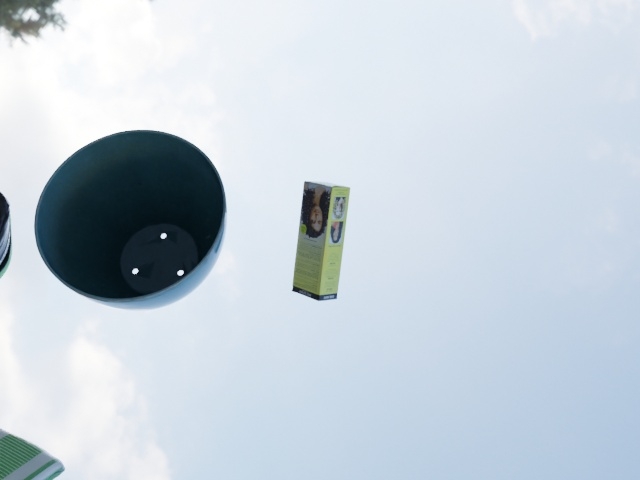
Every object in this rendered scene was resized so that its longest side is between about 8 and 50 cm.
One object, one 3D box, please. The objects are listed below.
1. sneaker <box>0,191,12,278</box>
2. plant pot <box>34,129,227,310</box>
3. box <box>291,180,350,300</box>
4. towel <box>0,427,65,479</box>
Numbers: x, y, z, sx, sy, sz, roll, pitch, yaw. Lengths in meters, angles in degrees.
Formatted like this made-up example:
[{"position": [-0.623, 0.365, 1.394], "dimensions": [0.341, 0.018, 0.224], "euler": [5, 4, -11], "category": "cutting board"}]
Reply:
[{"position": [-0.610, 0.048, 0.942], "dimensions": [0.202, 0.185, 0.483], "euler": [-52, 179, 38], "category": "sneaker"}, {"position": [-0.283, -0.006, 1.169], "dimensions": [0.290, 0.195, 0.290], "euler": [-1, -115, 2], "category": "plant pot"}, {"position": [0.000, 0.000, 1.455], "dimensions": [0.087, 0.058, 0.233], "euler": [15, -77, 45], "category": "box"}, {"position": [-0.626, 0.367, 1.201], "dimensions": [0.324, 0.248, 0.038], "euler": [18, -78, 10], "category": "towel"}]
